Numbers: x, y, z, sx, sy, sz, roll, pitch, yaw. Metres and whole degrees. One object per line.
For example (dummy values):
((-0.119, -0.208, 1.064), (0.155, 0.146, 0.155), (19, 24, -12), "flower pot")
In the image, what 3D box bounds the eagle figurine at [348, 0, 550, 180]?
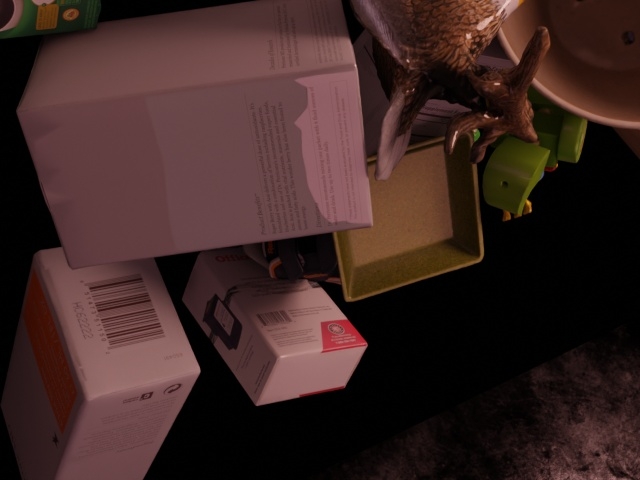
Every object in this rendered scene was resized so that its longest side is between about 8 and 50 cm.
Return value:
((0.104, -0.219, 0.925), (0.225, 0.298, 0.226), (-14, 150, -42), "eagle figurine")

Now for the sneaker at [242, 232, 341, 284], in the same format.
((0.000, 0.000, 1.350), (0.127, 0.126, 0.321), (9, 167, -29), "sneaker")

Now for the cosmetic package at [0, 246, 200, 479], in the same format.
((-0.338, 0.217, 1.416), (0.161, 0.230, 0.453), (-11, 150, -30), "cosmetic package")

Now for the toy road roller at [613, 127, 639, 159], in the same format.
((0.558, -0.245, 1.405), (0.329, 0.202, 0.240), (-45, 161, 27), "toy road roller")

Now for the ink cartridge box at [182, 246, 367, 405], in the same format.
((-0.073, 0.119, 1.457), (0.172, 0.237, 0.100), (-4, 130, -40), "ink cartridge box")

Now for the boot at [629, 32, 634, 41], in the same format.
((0.423, -0.310, 1.345), (0.190, 0.069, 0.086), (-9, 148, -39), "boot")

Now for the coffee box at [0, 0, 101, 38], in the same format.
((-0.280, -0.226, 0.842), (0.184, 0.040, 0.113), (-14, 152, -27), "coffee box")

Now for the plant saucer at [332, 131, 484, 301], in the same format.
((0.098, -0.036, 1.180), (0.188, 0.045, 0.188), (-17, 122, -9), "plant saucer")

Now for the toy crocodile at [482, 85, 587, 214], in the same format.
((0.291, -0.170, 1.257), (0.105, 0.115, 0.341), (85, 24, -44), "toy crocodile")

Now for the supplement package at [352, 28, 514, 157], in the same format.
((0.113, -0.185, 1.196), (0.133, 0.139, 0.244), (-1, 145, -42), "supplement package")

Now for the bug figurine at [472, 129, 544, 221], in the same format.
((0.238, -0.128, 1.387), (0.216, 0.279, 0.072), (-24, 120, 30), "bug figurine")

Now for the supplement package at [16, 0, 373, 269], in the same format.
((-0.110, -0.109, 0.927), (0.292, 0.175, 0.178), (-8, 127, 0), "supplement package")

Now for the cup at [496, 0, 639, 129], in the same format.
((0.348, -0.284, 1.093), (0.331, 0.331, 0.237), (-32, 178, 9), "cup")
